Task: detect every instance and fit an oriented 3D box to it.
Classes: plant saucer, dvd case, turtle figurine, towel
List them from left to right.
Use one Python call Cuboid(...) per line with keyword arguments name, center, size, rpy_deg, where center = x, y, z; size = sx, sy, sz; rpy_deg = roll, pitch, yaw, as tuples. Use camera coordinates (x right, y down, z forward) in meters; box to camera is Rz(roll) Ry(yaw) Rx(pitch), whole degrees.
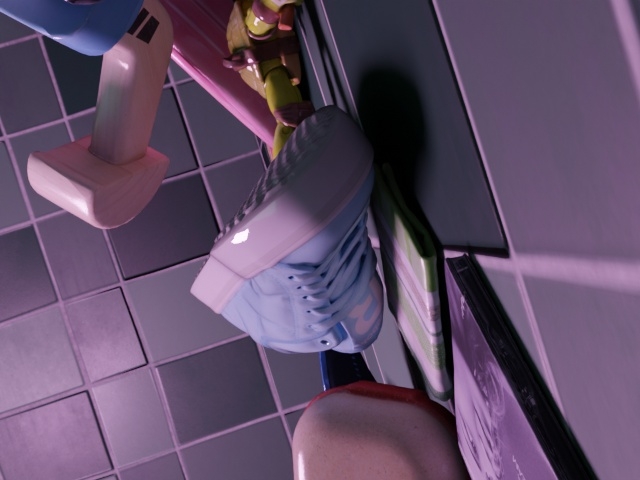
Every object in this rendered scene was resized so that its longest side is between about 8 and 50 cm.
Cuboid(name="plant saucer", center=(-0.143, -0.244, 1.092), size=(0.332, 0.084, 0.332), rpy_deg=(42, -179, -1))
Cuboid(name="turtle figurine", center=(-0.040, -0.155, 0.814), size=(0.269, 0.087, 0.217), rpy_deg=(-138, 30, -82))
Cuboid(name="towel", center=(0.069, 0.031, 0.682), size=(0.113, 0.023, 0.152), rpy_deg=(-115, 10, -46))
Cuboid(name="dvd case", center=(0.113, 0.136, 0.549), size=(0.221, 0.018, 0.165), rpy_deg=(76, 174, -47))

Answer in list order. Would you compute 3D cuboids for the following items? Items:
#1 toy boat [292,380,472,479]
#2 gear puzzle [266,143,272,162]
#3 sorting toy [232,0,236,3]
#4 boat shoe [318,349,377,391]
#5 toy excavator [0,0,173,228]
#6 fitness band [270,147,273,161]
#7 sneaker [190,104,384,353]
Cuboid(name="toy boat", center=(0.070, 0.220, 0.785), size=(0.151, 0.150, 0.231), rpy_deg=(-21, -67, -56))
Cuboid(name="gear puzzle", center=(-0.063, -0.154, 1.513), size=(0.175, 0.044, 0.339), rpy_deg=(157, 98, -87))
Cuboid(name="sorting toy", center=(-0.182, -0.406, 1.034), size=(0.366, 0.127, 0.126), rpy_deg=(55, -168, -27))
Cuboid(name="boat shoe", center=(0.071, 0.198, 0.939), size=(0.109, 0.089, 0.258), rpy_deg=(-84, -26, -67))
Cuboid(name="toy excavator", center=(-0.173, -0.223, 0.747), size=(0.222, 0.433, 0.445), rpy_deg=(28, -175, 16))
Cuboid(name="fitness band", center=(0.000, 0.000, 1.208), size=(0.209, 0.054, 0.291), rpy_deg=(87, 164, -73))
Cuboid(name="sneaker", center=(0.002, 0.013, 0.725), size=(0.150, 0.135, 0.366), rpy_deg=(35, 165, -4))
